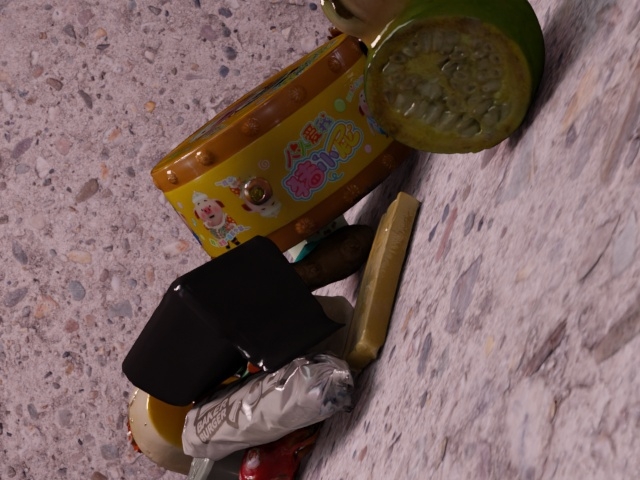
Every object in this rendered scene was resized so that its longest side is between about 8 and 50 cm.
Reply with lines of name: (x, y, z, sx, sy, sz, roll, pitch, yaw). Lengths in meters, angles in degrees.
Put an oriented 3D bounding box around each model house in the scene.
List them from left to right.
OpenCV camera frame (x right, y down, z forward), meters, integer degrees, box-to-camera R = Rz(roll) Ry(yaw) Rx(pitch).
model house: (0.000, 0.000, 1.757, 0.127, 0.149, 0.100, -23, -15, -27)

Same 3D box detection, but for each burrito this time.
burrito: (-0.063, 0.231, 1.307, 0.139, 0.101, 0.445, -30, -1, -39)

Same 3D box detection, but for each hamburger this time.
hamburger: (-0.246, 0.363, 1.855, 0.151, 0.295, 0.227, -37, 36, 56)

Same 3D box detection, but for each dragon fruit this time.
dragon fruit: (-0.063, 0.322, 1.383, 0.190, 0.094, 0.094, -58, 10, 23)

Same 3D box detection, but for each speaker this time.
speaker: (-0.142, 0.153, 1.347, 0.180, 0.184, 0.388, -29, -11, -35)

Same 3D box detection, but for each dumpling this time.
dumpling: (-0.026, 0.171, 1.435, 0.126, 0.215, 0.167, 33, -136, -62)

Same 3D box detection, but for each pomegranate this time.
pomegranate: (0.117, -0.208, 0.978, 0.190, 0.240, 0.159, 94, -174, -46)

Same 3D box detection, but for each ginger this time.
ginger: (0.004, 0.036, 1.503, 0.147, 0.081, 0.333, -25, 1, 34)

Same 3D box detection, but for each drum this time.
drum: (-0.061, -0.146, 1.525, 0.431, 0.214, 0.431, -33, 13, 8)

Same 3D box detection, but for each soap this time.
soap: (0.084, 0.057, 1.272, 0.092, 0.037, 0.252, 121, 168, -61)

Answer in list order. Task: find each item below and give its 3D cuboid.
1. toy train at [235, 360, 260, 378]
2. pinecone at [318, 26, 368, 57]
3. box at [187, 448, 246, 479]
toy train: (-0.108, 0.207, 2.058, 0.177, 0.116, 0.285, -46, 20, 42)
pinecone: (0.090, -0.357, 1.901, 0.208, 0.207, 0.208, -158, 90, -83)
box: (-0.158, 0.417, 1.645, 0.163, 0.135, 0.243, -79, 13, -52)
